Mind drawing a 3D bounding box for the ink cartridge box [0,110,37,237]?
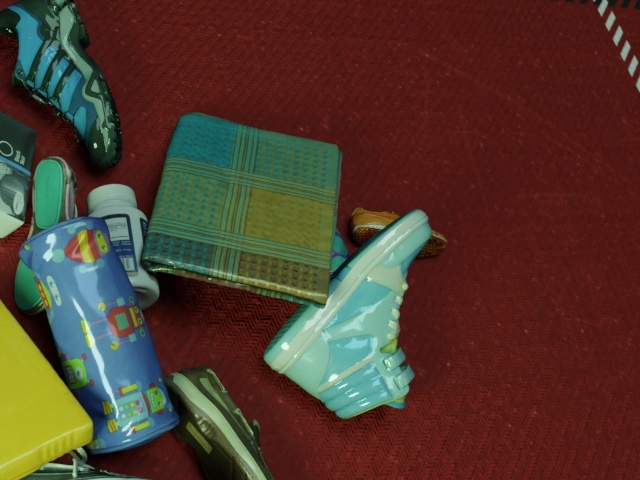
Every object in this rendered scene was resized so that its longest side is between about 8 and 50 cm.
[{"bbox_3d":[-0.532,-0.143,1.483,0.332,0.065,0.165,29,47,-38],"label":"ink cartridge box"}]

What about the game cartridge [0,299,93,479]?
[{"bbox_3d":[-0.473,0.196,1.302,0.323,0.053,0.285,-23,54,-34],"label":"game cartridge"}]

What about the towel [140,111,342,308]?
[{"bbox_3d":[-0.107,-0.054,1.668,0.271,0.040,0.370,13,38,-6],"label":"towel"}]

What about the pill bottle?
[{"bbox_3d":[-0.282,0.010,1.575,0.094,0.094,0.169,3,58,-28],"label":"pill bottle"}]

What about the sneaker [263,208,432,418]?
[{"bbox_3d":[0.092,0.122,1.647,0.208,0.127,0.319,44,82,-2],"label":"sneaker"}]

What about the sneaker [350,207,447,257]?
[{"bbox_3d":[0.131,-0.018,1.850,0.175,0.064,0.067,16,43,-23],"label":"sneaker"}]

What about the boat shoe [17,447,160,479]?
[{"bbox_3d":[-0.292,0.304,1.328,0.306,0.113,0.105,-5,33,-2],"label":"boat shoe"}]

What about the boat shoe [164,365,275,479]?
[{"bbox_3d":[-0.110,0.270,1.498,0.095,0.095,0.257,-24,73,-45],"label":"boat shoe"}]

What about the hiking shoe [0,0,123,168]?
[{"bbox_3d":[-0.389,-0.232,1.695,0.132,0.113,0.304,-22,75,-6],"label":"hiking shoe"}]

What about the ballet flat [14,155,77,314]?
[{"bbox_3d":[-0.362,-0.003,1.544,0.079,0.076,0.222,34,57,-66],"label":"ballet flat"}]

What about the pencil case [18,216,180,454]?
[{"bbox_3d":[-0.287,0.118,1.437,0.119,0.133,0.306,-19,88,-52],"label":"pencil case"}]

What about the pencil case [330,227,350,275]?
[{"bbox_3d":[0.000,0.000,1.759,0.152,0.064,0.070,62,18,20],"label":"pencil case"}]
